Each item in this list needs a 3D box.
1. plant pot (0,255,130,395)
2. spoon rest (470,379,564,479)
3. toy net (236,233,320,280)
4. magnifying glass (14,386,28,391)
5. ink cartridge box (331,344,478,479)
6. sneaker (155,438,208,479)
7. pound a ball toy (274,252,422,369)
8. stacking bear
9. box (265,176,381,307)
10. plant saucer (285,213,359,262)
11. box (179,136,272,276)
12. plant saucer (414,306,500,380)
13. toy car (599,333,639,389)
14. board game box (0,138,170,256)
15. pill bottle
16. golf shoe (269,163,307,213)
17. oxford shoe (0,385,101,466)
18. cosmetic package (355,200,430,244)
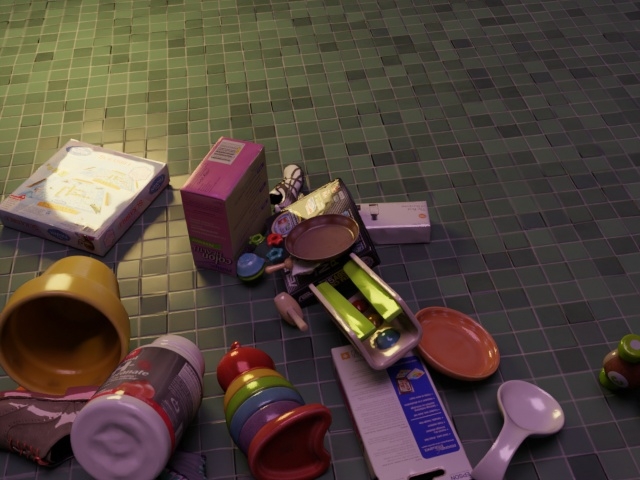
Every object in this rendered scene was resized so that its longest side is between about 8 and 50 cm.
[{"bbox_3d":[-0.510,0.155,1.654,0.253,0.254,0.239,-5,27,-2],"label":"plant pot"},{"bbox_3d":[0.370,0.349,1.503,0.137,0.084,0.276,31,38,18],"label":"spoon rest"},{"bbox_3d":[-0.086,0.043,1.833,0.232,0.045,0.122,6,46,33],"label":"toy net"},{"bbox_3d":[-0.555,0.271,1.710,0.092,0.026,0.231,32,52,31],"label":"magnifying glass"},{"bbox_3d":[0.152,0.344,1.567,0.175,0.069,0.371,-11,41,-10],"label":"ink cartridge box"},{"bbox_3d":[-0.228,0.439,1.474,0.098,0.083,0.223,-31,49,-33],"label":"sneaker"},{"bbox_3d":[0.054,0.164,1.668,0.208,0.136,0.319,-37,26,-5],"label":"pound a ball toy"},{"bbox_3d":[-0.112,0.314,1.556,0.164,0.176,0.289,-13,34,-21],"label":"stacking bear"},{"bbox_3d":[0.000,0.000,1.882,0.216,0.060,0.270,-29,44,9],"label":"box"},{"bbox_3d":[0.006,-0.001,1.785,0.168,0.029,0.168,-10,35,7],"label":"plant saucer"},{"bbox_3d":[-0.217,-0.081,1.905,0.117,0.243,0.214,13,46,17],"label":"box"},{"bbox_3d":[0.275,0.219,1.674,0.199,0.037,0.200,16,34,-11],"label":"plant saucer"},{"bbox_3d":[0.643,0.292,1.550,0.148,0.155,0.189,-8,56,-5],"label":"toy car"},{"bbox_3d":[-0.610,-0.120,2.095,0.318,0.066,0.318,16,47,19],"label":"board game box"},{"bbox_3d":[-0.320,0.300,1.501,0.176,0.177,0.318,4,18,7],"label":"pill bottle"},{"bbox_3d":[-0.088,-0.133,2.062,0.093,0.077,0.198,7,39,-16],"label":"golf shoe"},{"bbox_3d":[-0.554,0.366,1.539,0.348,0.123,0.130,-8,49,-4],"label":"oxford shoe"},{"bbox_3d":[0.146,-0.042,1.980,0.238,0.061,0.099,-3,45,1],"label":"cosmetic package"}]
